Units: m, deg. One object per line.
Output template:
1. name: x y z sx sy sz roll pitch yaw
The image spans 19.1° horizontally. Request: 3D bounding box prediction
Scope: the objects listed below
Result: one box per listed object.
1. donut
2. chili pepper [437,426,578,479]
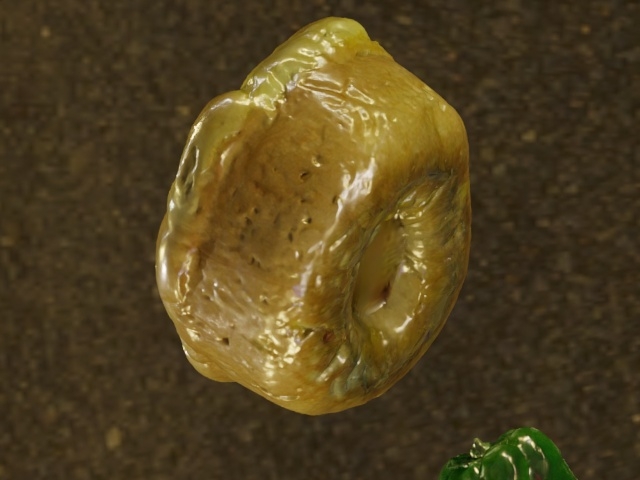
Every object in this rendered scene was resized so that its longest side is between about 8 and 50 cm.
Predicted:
1. donut: 0.000 0.000 1.201 0.128 0.261 0.208 32 67 27
2. chili pepper: 0.157 0.228 1.138 0.253 0.099 0.083 54 156 -4
